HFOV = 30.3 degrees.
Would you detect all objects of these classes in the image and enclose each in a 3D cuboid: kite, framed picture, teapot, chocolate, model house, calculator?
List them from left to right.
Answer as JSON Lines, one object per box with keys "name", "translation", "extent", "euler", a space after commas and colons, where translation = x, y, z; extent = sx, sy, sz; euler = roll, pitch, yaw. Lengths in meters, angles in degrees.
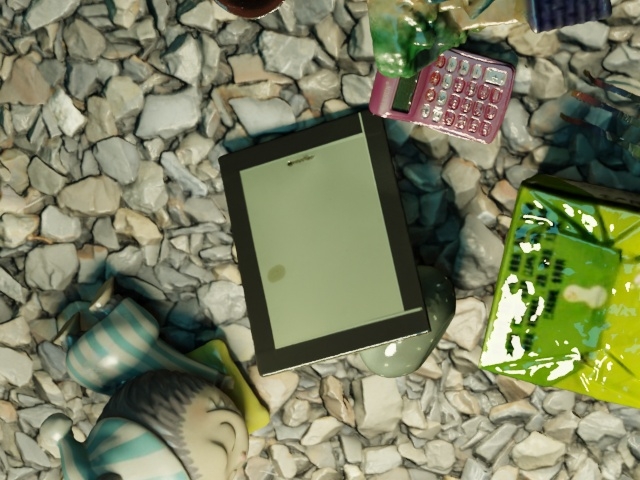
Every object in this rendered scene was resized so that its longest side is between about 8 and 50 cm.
{"name": "framed picture", "translation": [0.000, 0.000, 1.696], "extent": [0.265, 0.016, 0.347], "euler": [-18, 73, 16]}
{"name": "teapot", "translation": [0.067, 0.081, 1.746], "extent": [0.251, 0.183, 0.183], "euler": [32, 116, 12]}
{"name": "calculator", "translation": [0.172, -0.215, 1.669], "extent": [0.190, 0.034, 0.127], "euler": [16, 114, 1]}
{"name": "model house", "translation": [0.221, -0.344, 1.446], "extent": [0.280, 0.312, 0.245], "euler": [-1, 108, 20]}
{"name": "chocolate", "translation": [0.396, 0.066, 1.673], "extent": [0.288, 0.137, 0.301], "euler": [13, 115, 8]}
{"name": "kite", "translation": [0.452, -0.148, 1.611], "extent": [0.245, 0.015, 0.141], "euler": [27, 84, 6]}

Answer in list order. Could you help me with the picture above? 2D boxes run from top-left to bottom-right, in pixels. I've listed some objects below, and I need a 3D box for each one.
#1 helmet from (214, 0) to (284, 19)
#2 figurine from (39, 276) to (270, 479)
{"name": "helmet", "translation": [-0.092, -0.400, 1.615], "extent": [0.155, 0.106, 0.175], "euler": [-11, 113, 19]}
{"name": "figurine", "translation": [-0.291, 0.292, 1.796], "extent": [0.361, 0.378, 0.266], "euler": [44, 114, -8]}
